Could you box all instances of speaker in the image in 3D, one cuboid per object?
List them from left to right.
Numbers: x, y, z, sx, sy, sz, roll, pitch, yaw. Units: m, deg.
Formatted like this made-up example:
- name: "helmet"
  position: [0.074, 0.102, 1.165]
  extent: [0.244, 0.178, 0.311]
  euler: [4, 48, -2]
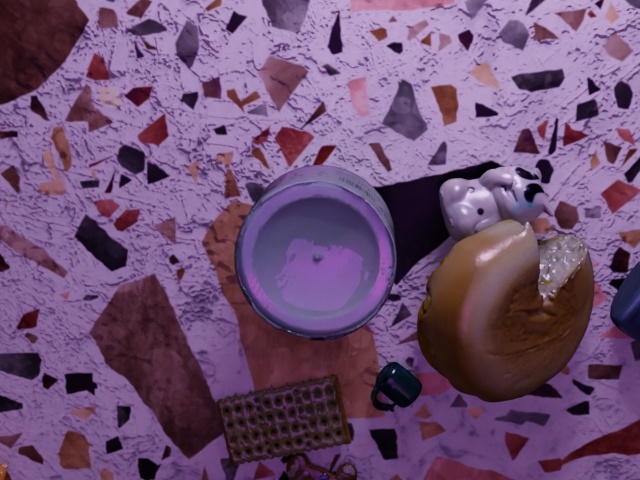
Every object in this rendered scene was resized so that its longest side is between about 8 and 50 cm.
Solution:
- name: "speaker"
  position: [0.131, 0.265, 1.694]
  extent: [0.075, 0.060, 0.094]
  euler: [41, 138, -7]

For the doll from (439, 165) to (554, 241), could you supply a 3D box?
- name: "doll"
  position: [0.286, -0.064, 1.566]
  extent: [0.181, 0.107, 0.110]
  euler: [-19, 67, 13]

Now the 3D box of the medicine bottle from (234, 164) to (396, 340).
- name: "medicine bottle"
  position: [0.000, 0.000, 1.507]
  extent: [0.245, 0.290, 0.245]
  euler: [1, 103, 3]

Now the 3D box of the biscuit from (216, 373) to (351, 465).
- name: "biscuit"
  position: [-0.069, 0.331, 1.731]
  extent: [0.231, 0.016, 0.139]
  euler: [-11, 98, 7]

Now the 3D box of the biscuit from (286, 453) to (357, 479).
- name: "biscuit"
  position: [0.024, 0.476, 1.761]
  extent: [0.205, 0.031, 0.138]
  euler: [21, 104, -4]

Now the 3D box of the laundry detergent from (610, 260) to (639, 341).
- name: "laundry detergent"
  position: [0.648, 0.147, 1.604]
  extent: [0.290, 0.094, 0.143]
  euler: [28, 100, -3]

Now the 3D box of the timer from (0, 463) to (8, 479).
- name: "timer"
  position: [-0.663, 0.438, 1.761]
  extent: [0.152, 0.132, 0.132]
  euler: [4, 106, -21]

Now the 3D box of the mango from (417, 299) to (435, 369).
- name: "mango"
  position: [0.221, 0.163, 1.647]
  extent: [0.103, 0.076, 0.161]
  euler: [-5, 112, -3]

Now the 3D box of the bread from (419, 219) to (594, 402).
- name: "bread"
  position: [0.297, 0.112, 1.535]
  extent: [0.333, 0.160, 0.333]
  euler: [-12, 112, -33]
